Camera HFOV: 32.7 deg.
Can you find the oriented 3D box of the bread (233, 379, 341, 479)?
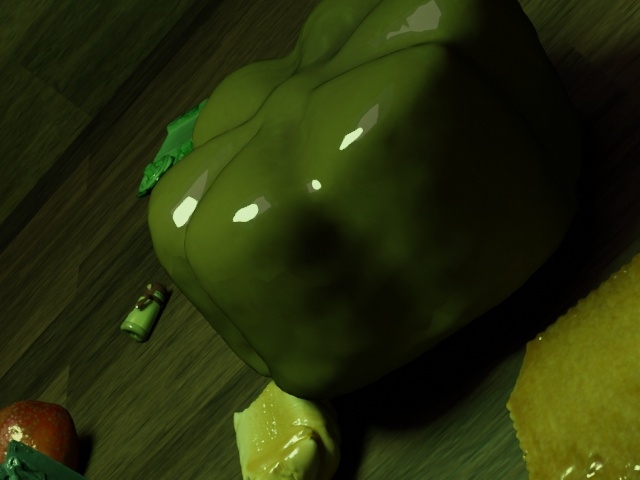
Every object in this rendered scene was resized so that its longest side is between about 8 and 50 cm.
[{"bbox_3d":[-0.033,0.210,1.160,0.119,0.084,0.177,-38,25,12],"label":"bread"}]

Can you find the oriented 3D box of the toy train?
[{"bbox_3d":[-0.185,-0.130,1.820,0.266,0.145,0.202,-23,35,47],"label":"toy train"}]

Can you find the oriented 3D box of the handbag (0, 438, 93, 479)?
[{"bbox_3d":[-0.350,0.361,1.405,0.062,0.179,0.229,-50,26,3],"label":"handbag"}]

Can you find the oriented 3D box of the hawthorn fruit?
[{"bbox_3d":[-0.450,0.374,1.609,0.165,0.165,0.285,-30,38,40],"label":"hawthorn fruit"}]

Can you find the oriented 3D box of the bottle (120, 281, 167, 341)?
[{"bbox_3d":[-0.286,0.113,1.784,0.063,0.047,0.101,-30,30,59],"label":"bottle"}]

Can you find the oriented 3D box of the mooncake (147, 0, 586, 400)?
[{"bbox_3d":[0.036,-0.071,1.148,0.467,0.262,0.467,-32,26,18],"label":"mooncake"}]

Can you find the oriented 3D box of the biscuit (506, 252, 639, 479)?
[{"bbox_3d":[0.251,0.111,0.890,0.232,0.013,0.237,-43,25,20],"label":"biscuit"}]
